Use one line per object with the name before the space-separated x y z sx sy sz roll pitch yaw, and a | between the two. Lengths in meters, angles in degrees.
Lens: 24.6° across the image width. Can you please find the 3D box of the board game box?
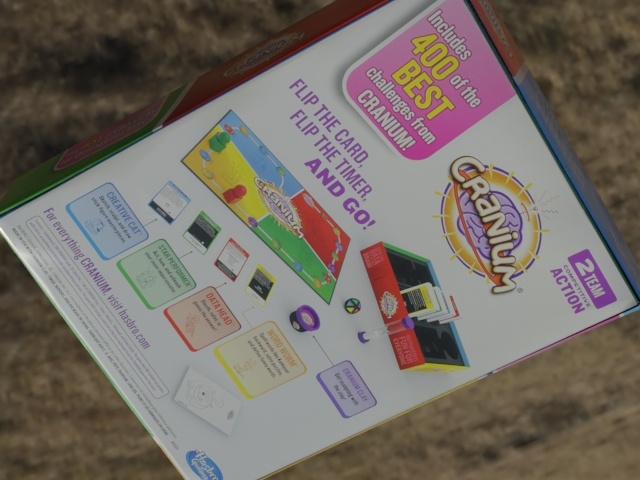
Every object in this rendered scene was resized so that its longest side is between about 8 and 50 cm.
board game box | 0.000 0.000 0.890 0.316 0.242 0.064 -26 -159 17
